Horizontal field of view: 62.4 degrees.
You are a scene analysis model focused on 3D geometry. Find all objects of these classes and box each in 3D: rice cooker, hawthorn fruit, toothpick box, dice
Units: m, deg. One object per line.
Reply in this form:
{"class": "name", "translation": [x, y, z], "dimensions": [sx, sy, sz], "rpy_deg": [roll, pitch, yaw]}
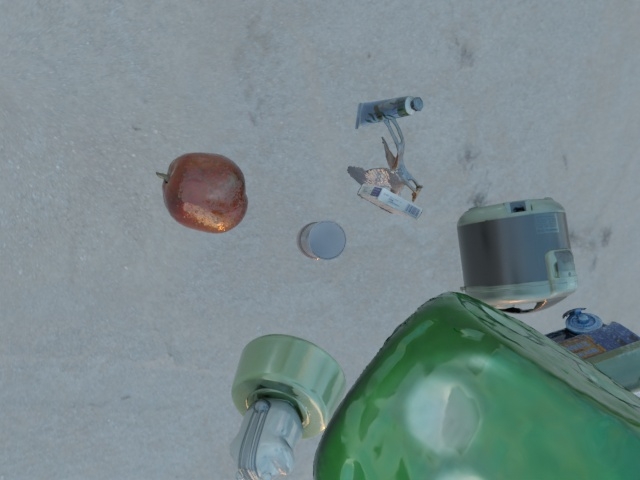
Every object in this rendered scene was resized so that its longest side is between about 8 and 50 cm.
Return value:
{"class": "rice cooker", "translation": [0.583, 0.054, 1.567], "dimensions": [0.336, 0.335, 0.324], "rpy_deg": [-2, 83, -32]}
{"class": "hawthorn fruit", "translation": [-0.383, -0.160, 1.699], "dimensions": [0.300, 0.275, 0.275], "rpy_deg": [20, 94, -24]}
{"class": "toothpick box", "translation": [0.000, 0.000, 1.345], "dimensions": [0.099, 0.149, 0.098], "rpy_deg": [0, 90, -14]}
{"class": "dice", "translation": [0.190, 0.246, 0.605], "dimensions": [0.297, 0.300, 0.287], "rpy_deg": [-62, 156, 12]}

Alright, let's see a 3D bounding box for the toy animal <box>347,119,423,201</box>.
{"class": "toy animal", "translation": [0.297, -0.296, 2.007], "dimensions": [0.225, 0.284, 0.302], "rpy_deg": [-39, 85, -27]}

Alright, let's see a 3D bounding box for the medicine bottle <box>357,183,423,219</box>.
{"class": "medicine bottle", "translation": [0.233, -0.130, 1.795], "dimensions": [0.171, 0.201, 0.052], "rpy_deg": [26, 92, -17]}

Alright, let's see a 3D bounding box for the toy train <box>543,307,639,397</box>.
{"class": "toy train", "translation": [0.482, 0.246, 1.027], "dimensions": [0.300, 0.202, 0.131], "rpy_deg": [-18, 111, -4]}

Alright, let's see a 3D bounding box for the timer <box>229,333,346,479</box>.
{"class": "timer", "translation": [-0.110, 0.436, 1.281], "dimensions": [0.290, 0.291, 0.315], "rpy_deg": [63, 30, -29]}

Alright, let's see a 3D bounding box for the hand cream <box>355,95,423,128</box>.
{"class": "hand cream", "translation": [0.207, -0.413, 1.684], "dimensions": [0.058, 0.272, 0.091], "rpy_deg": [6, 89, -40]}
